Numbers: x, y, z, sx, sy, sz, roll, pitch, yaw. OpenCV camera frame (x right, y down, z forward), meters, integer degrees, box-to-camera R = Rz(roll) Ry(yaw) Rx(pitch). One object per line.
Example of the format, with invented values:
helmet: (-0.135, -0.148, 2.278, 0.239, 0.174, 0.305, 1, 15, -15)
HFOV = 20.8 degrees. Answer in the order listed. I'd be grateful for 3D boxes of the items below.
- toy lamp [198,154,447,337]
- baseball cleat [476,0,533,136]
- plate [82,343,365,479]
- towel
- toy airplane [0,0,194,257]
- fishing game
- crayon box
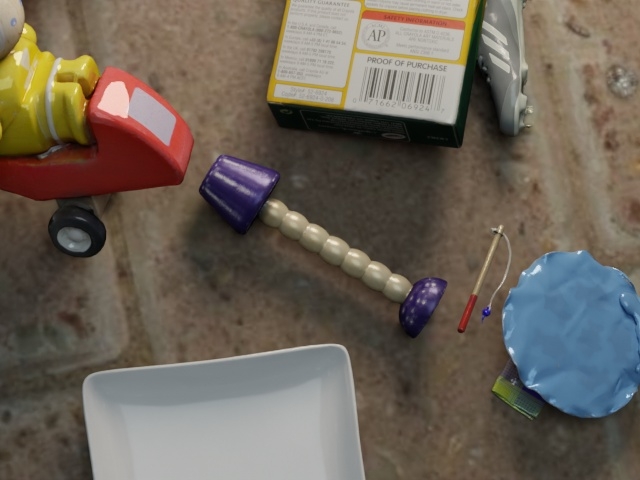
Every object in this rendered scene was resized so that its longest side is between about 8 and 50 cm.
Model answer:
toy lamp: (0.000, 0.000, 1.824, 0.275, 0.080, 0.080, 31, 74, -3)
baseball cleat: (0.179, -0.210, 1.916, 0.109, 0.072, 0.206, 0, 71, 5)
plate: (-0.090, 0.257, 1.763, 0.278, 0.045, 0.277, -6, 78, -10)
towel: (0.225, 0.142, 1.857, 0.060, 0.009, 0.083, 35, 74, 0)
toy airplane: (-0.361, -0.156, 1.699, 0.384, 0.272, 0.386, -21, 57, -29)
fishing game: (0.271, 0.099, 1.854, 0.264, 0.041, 0.189, 29, 63, -11)
crayon box: (0.076, -0.271, 1.870, 0.203, 0.083, 0.323, 8, 75, 12)
